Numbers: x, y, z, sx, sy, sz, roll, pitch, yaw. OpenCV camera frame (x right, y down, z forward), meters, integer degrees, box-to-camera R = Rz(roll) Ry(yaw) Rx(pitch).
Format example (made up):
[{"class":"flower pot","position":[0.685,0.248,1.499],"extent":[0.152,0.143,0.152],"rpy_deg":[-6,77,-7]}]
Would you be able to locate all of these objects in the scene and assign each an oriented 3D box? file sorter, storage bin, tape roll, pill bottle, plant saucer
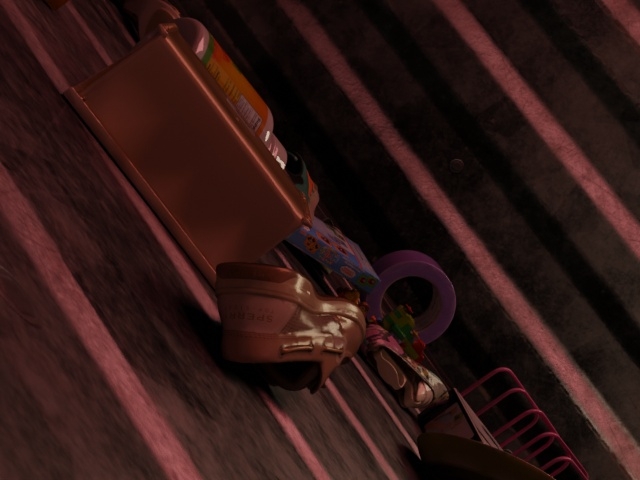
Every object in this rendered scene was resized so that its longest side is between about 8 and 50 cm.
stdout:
[{"class":"file sorter","position":[0.369,0.410,2.438],"extent":[0.202,0.182,0.290],"rpy_deg":[51,5,-35]},{"class":"storage bin","position":[-0.137,-0.100,1.432],"extent":[0.262,0.123,0.260],"rpy_deg":[52,3,-9]},{"class":"tape roll","position":[0.179,0.120,2.677],"extent":[0.189,0.189,0.080],"rpy_deg":[52,5,-16]},{"class":"pill bottle","position":[-0.150,-0.172,1.770],"extent":[0.245,0.136,0.136],"rpy_deg":[50,5,-39]},{"class":"plant saucer","position":[0.243,0.346,1.857],"extent":[0.241,0.037,0.241],"rpy_deg":[23,-20,9]}]

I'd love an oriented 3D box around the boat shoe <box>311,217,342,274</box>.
[{"class":"boat shoe","position":[0.007,0.000,2.541],"extent":[0.080,0.073,0.223],"rpy_deg":[52,4,-16]}]

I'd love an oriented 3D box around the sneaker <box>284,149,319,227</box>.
[{"class":"sneaker","position":[-0.062,-0.107,2.200],"extent":[0.302,0.108,0.121],"rpy_deg":[-107,-175,-75]}]

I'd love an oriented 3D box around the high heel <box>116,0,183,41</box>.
[{"class":"high heel","position":[-0.280,-0.385,2.350],"extent":[0.261,0.093,0.186],"rpy_deg":[45,9,7]}]

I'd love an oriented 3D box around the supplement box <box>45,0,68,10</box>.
[{"class":"supplement box","position":[-0.323,-0.433,1.616],"extent":[0.194,0.191,0.129],"rpy_deg":[56,4,37]}]

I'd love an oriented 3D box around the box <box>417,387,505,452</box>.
[{"class":"box","position":[0.259,0.374,2.169],"extent":[0.169,0.087,0.290],"rpy_deg":[53,4,-9]}]

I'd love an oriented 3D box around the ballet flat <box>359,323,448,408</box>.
[{"class":"ballet flat","position":[0.136,0.230,2.183],"extent":[0.221,0.077,0.079],"rpy_deg":[46,25,-27]}]

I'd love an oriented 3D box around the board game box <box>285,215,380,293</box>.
[{"class":"board game box","position":[0.000,0.000,2.336],"extent":[0.211,0.039,0.160],"rpy_deg":[34,12,-25]}]

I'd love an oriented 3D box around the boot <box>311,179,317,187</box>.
[{"class":"boot","position":[-0.116,-0.167,2.482],"extent":[0.269,0.089,0.236],"rpy_deg":[51,4,-15]}]

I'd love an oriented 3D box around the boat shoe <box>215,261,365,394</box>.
[{"class":"boat shoe","position":[-0.030,0.097,1.248],"extent":[0.302,0.109,0.098],"rpy_deg":[43,50,-71]}]

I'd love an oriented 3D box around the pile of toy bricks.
[{"class":"pile of toy bricks","position":[0.125,0.157,2.329],"extent":[0.212,0.105,0.118],"rpy_deg":[52,4,-16]}]
